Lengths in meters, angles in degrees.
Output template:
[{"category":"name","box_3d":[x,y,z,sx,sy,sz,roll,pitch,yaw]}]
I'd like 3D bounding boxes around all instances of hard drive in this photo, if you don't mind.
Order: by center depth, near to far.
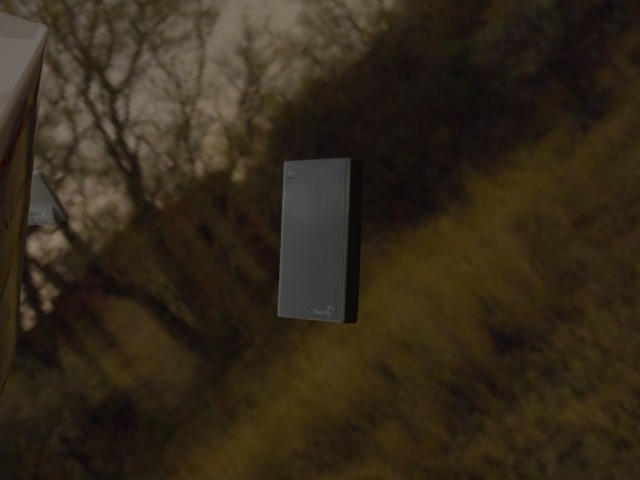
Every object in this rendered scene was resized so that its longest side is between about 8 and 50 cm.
[{"category":"hard drive","box_3d":[0.000,0.000,1.178,0.022,0.135,0.094,2,-1,-36]}]

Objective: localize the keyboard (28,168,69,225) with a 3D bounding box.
[{"category":"keyboard","box_3d":[-0.342,-0.039,1.187,0.072,0.256,0.014,75,-160,-50]}]

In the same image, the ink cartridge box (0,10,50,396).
[{"category":"ink cartridge box","box_3d":[-0.231,0.017,0.627,0.171,0.168,0.233,-78,3,-47]}]
